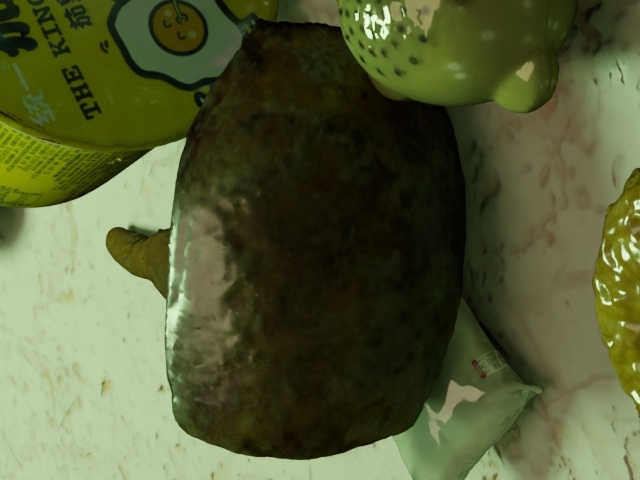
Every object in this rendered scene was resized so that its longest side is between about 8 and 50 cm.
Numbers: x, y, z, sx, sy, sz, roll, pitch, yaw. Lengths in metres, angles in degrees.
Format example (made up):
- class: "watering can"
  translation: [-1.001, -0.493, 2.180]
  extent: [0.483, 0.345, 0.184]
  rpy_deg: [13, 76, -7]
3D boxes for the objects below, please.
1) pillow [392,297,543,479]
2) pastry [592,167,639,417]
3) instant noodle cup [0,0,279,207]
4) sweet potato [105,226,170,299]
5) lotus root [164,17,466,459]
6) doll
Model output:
- class: "pillow"
  translation: [0.056, 0.074, 1.486]
  extent: [0.254, 0.078, 0.144]
  rpy_deg: [53, 127, 24]
- class: "pastry"
  translation: [0.270, 0.050, 1.170]
  extent: [0.240, 0.132, 0.235]
  rpy_deg: [57, 139, 21]
- class: "instant noodle cup"
  translation: [-0.225, -0.181, 1.576]
  extent: [0.326, 0.325, 0.254]
  rpy_deg: [65, 151, 9]
- class: "sweet potato"
  translation: [-0.103, 0.056, 1.684]
  extent: [0.346, 0.079, 0.108]
  rpy_deg: [41, 145, 38]
- class: "lotus root"
  translation: [0.006, 0.001, 1.378]
  extent: [0.142, 0.210, 0.314]
  rpy_deg: [12, 99, 41]
- class: "doll"
  translation: [0.090, -0.217, 1.268]
  extent: [0.177, 0.161, 0.261]
  rpy_deg: [11, 110, 47]
